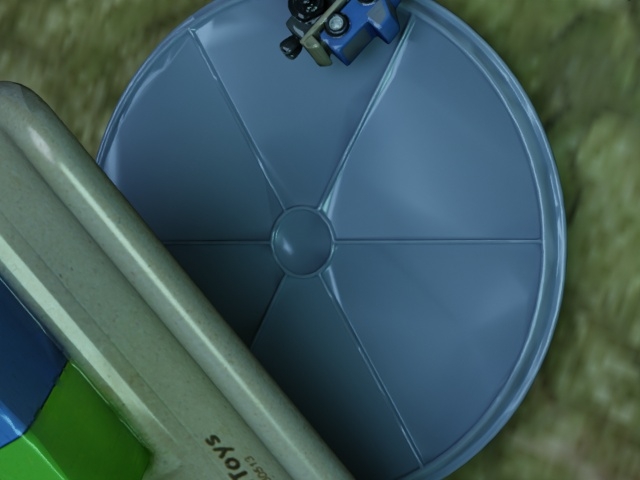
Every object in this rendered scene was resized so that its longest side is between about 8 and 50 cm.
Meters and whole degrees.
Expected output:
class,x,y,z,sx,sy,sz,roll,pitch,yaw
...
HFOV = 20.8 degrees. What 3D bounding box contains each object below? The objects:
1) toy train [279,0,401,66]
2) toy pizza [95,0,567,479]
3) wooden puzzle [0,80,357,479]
class,x,y,z,sx,sy,sz,roll,pitch,yaw
toy train,0.047,-0.118,0.611,0.158,0.027,0.036,-46,75,2
toy pizza,0.000,0.000,0.658,0.201,0.032,0.201,1,93,27
wooden puzzle,-0.131,0.153,0.623,0.348,0.080,0.322,-29,110,27
